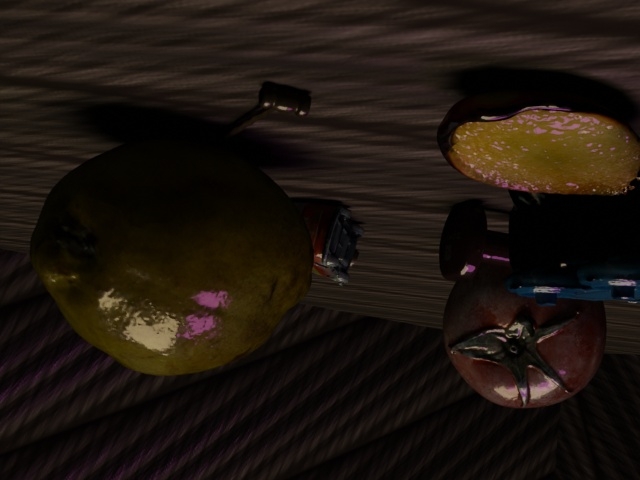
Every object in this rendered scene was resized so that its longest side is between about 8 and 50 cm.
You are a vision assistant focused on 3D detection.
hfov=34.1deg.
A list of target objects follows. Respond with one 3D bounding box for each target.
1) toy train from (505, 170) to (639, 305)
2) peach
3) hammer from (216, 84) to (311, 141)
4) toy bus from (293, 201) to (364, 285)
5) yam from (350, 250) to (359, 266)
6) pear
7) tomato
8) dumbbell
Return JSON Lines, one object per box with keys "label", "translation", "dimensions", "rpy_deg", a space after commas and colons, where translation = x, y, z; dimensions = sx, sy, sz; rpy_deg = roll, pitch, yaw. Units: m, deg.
{"label": "toy train", "translation": [0.400, -0.006, 1.347], "dimensions": [0.265, 0.188, 0.300], "rpy_deg": [7, 170, -28]}
{"label": "peach", "translation": [0.249, -0.114, 1.129], "dimensions": [0.279, 0.068, 0.189], "rpy_deg": [20, 155, -41]}
{"label": "hammer", "translation": [-0.087, -0.152, 1.322], "dimensions": [0.058, 0.029, 0.292], "rpy_deg": [13, 172, -19]}
{"label": "toy bus", "translation": [0.000, 0.000, 1.932], "dimensions": [0.120, 0.121, 0.265], "rpy_deg": [15, 173, 12]}
{"label": "yam", "translation": [0.038, 0.037, 2.358], "dimensions": [0.094, 0.043, 0.043], "rpy_deg": [9, 171, -3]}
{"label": "pear", "translation": [-0.210, 0.017, 1.504], "dimensions": [0.413, 0.352, 0.352], "rpy_deg": [21, 165, -41]}
{"label": "tomato", "translation": [0.394, 0.165, 2.006], "dimensions": [0.316, 0.317, 0.282], "rpy_deg": [5, -165, 19]}
{"label": "dumbbell", "translation": [0.317, 0.017, 1.721], "dimensions": [0.225, 0.124, 0.140], "rpy_deg": [10, 170, -12]}
